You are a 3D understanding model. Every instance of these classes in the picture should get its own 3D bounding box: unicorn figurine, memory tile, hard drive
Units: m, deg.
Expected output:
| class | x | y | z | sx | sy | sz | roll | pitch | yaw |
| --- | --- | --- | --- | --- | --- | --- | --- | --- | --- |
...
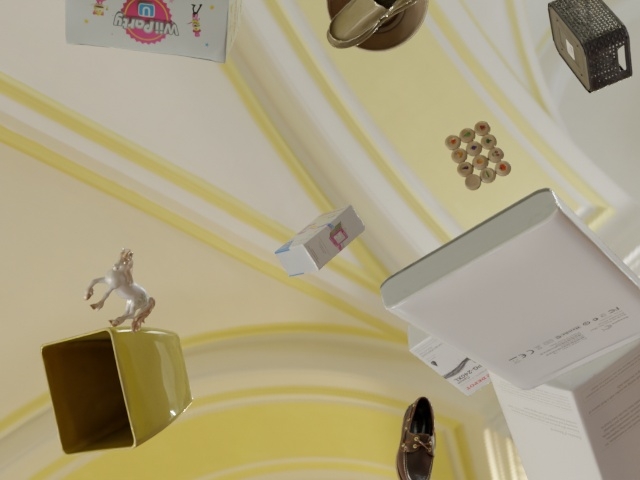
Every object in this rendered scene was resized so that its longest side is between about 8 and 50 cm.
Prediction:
| class | x | y | z | sx | sy | sz | roll | pitch | yaw |
| --- | --- | --- | --- | --- | --- | --- | --- | --- | --- |
| unicorn figurine | -0.328 | 0.078 | 1.329 | 0.111 | 0.060 | 0.162 | -44 | -36 | -9 |
| memory tile | 0.355 | -0.193 | 1.832 | 0.113 | 0.148 | 0.012 | -24 | -21 | 5 |
| hard drive | 0.236 | 0.071 | 0.892 | 0.203 | 0.040 | 0.307 | -33 | -43 | 25 |

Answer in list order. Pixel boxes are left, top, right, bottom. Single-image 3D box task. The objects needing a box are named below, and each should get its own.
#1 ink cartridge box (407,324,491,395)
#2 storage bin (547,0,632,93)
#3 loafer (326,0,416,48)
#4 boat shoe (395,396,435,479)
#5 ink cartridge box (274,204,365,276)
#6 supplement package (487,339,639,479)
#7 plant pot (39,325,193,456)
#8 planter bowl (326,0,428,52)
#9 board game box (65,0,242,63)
| class | x | y | z | sx | sy | sz | roll | pitch | yaw |
| --- | --- | --- | --- | --- | --- | --- | --- | --- | --- |
| ink cartridge box | 0.233 | 0.173 | 1.326 | 0.150 | 0.063 | 0.109 | 39 | -62 | -22 |
| storage bin | 0.509 | -0.381 | 1.533 | 0.084 | 0.180 | 0.122 | -21 | -44 | 7 |
| loafer | 0.068 | -0.323 | 1.119 | 0.148 | 0.056 | 0.050 | -35 | -17 | 9 |
| boat shoe | 0.195 | 0.407 | 1.626 | 0.073 | 0.207 | 0.073 | 16 | -50 | -9 |
| ink cartridge box | 0.000 | 0.000 | 1.297 | 0.122 | 0.088 | 0.052 | -39 | -76 | -34 |
| supplement package | 0.392 | 0.278 | 1.135 | 0.177 | 0.175 | 0.293 | -27 | -77 | -23 |
| plant pot | -0.364 | 0.264 | 1.509 | 0.187 | 0.212 | 0.212 | -10 | -95 | -54 |
| planter bowl | 0.094 | -0.389 | 1.324 | 0.109 | 0.162 | 0.162 | -64 | -8 | -78 |
| board game box | -0.237 | -0.361 | 1.224 | 0.224 | 0.303 | 0.097 | 6 | -63 | -5 |
